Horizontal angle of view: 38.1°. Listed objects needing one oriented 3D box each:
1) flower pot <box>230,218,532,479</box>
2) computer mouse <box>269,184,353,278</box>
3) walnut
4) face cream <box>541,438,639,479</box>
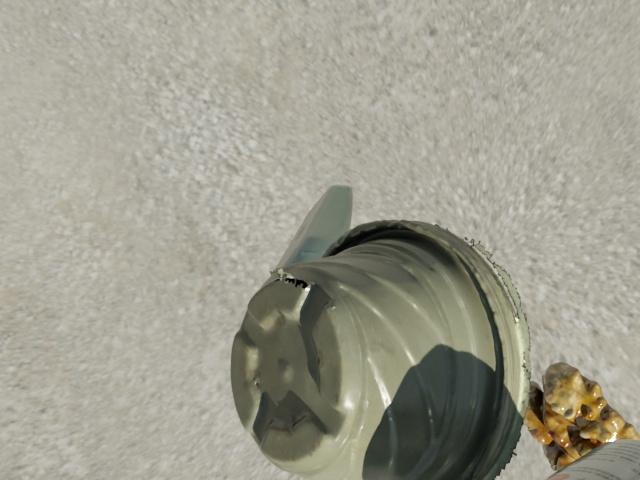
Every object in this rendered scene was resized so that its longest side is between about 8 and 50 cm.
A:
[{"bbox_3d":[0.026,0.093,0.688,0.235,0.141,0.235,-7,81,47],"label":"flower pot"},{"bbox_3d":[0.000,0.000,1.066,0.056,0.181,0.089,39,132,-10],"label":"computer mouse"},{"bbox_3d":[0.310,0.239,1.137,0.170,0.069,0.143,53,139,14],"label":"walnut"},{"bbox_3d":[0.180,0.281,0.750,0.145,0.370,0.145,12,106,44],"label":"face cream"}]
